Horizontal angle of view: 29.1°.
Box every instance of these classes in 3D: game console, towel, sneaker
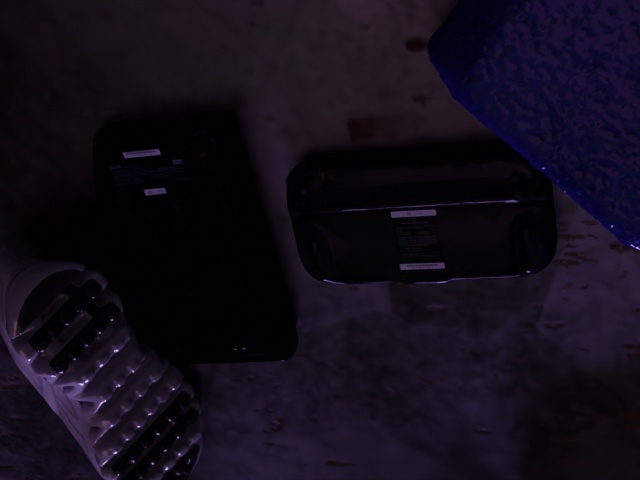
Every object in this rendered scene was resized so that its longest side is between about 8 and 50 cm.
[{"bbox_3d":[0.000,0.000,0.949,0.361,0.044,0.213,-3,123,19],"label":"game console"},{"bbox_3d":[0.237,-0.153,0.761,0.227,0.076,0.308,41,125,-3],"label":"towel"},{"bbox_3d":[-0.194,0.118,1.061,0.118,0.110,0.292,21,145,44],"label":"sneaker"}]
